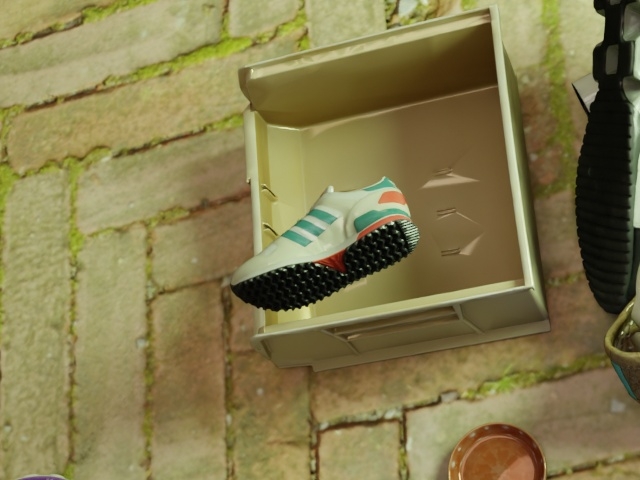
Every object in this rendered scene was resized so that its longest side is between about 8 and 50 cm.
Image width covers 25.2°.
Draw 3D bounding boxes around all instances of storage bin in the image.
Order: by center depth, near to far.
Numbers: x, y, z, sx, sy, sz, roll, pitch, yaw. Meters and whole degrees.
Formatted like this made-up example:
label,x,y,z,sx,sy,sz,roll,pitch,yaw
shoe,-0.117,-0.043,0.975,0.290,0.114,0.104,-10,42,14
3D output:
label,x,y,z,sx,sy,sz,roll,pitch,yaw
storage bin,0.056,-0.038,1.260,0.260,0.123,0.262,-11,66,16

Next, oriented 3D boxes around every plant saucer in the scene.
label,x,y,z,sx,sy,sz,roll,pitch,yaw
plant saucer,0.148,0.193,1.192,0.083,0.013,0.084,-7,67,17

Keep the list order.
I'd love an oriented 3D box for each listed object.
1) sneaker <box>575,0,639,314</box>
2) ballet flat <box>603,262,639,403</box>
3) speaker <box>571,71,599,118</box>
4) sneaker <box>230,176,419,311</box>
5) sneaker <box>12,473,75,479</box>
label,x,y,z,sx,sy,sz,roll,pitch,yaw
sneaker,0.296,-0.098,1.170,0.146,0.122,0.331,4,100,-12
ballet flat,0.330,-0.022,1.111,0.342,0.124,0.116,-56,36,7
speaker,0.290,-0.146,1.253,0.136,0.055,0.055,-28,62,9
sneaker,0.000,0.000,1.172,0.161,0.057,0.075,-23,46,12
sneaker,-0.228,0.242,1.282,0.169,0.071,0.068,4,70,23
